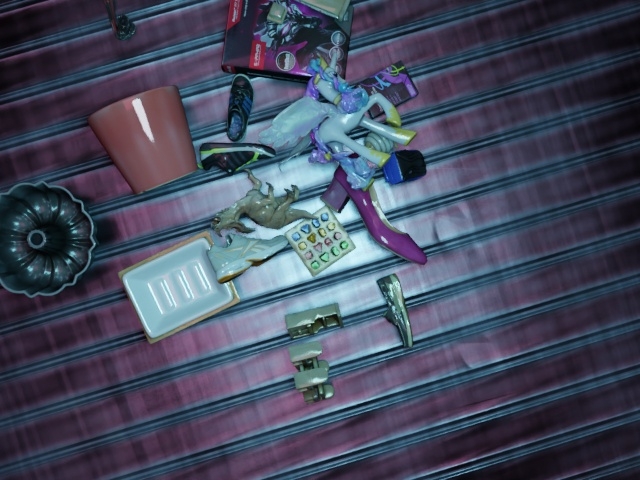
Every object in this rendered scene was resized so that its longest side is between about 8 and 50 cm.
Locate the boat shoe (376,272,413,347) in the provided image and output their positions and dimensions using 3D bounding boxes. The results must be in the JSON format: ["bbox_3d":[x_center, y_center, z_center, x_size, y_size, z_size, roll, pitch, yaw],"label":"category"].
[{"bbox_3d":[0.222,0.213,1.768,0.073,0.080,0.224,-14,84,4],"label":"boat shoe"}]

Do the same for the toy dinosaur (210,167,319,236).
[{"bbox_3d":[-0.165,-0.080,1.741,0.295,0.127,0.201,17,106,-20],"label":"toy dinosaur"}]

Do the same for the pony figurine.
[{"bbox_3d":[0.034,-0.311,1.649,0.363,0.303,0.351,41,86,8],"label":"pony figurine"}]

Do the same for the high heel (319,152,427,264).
[{"bbox_3d":[0.190,-0.091,1.737,0.377,0.127,0.181,36,99,3],"label":"high heel"}]

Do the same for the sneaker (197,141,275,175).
[{"bbox_3d":[-0.249,-0.241,1.768,0.234,0.084,0.097,2,102,4],"label":"sneaker"}]

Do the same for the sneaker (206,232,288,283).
[{"bbox_3d":[-0.208,0.018,1.702,0.262,0.099,0.121,-26,83,-40],"label":"sneaker"}]

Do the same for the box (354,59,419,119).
[{"bbox_3d":[0.201,-0.456,1.797,0.162,0.029,0.116,-29,90,0],"label":"box"}]

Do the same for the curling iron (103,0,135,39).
[{"bbox_3d":[-0.625,-0.733,1.779,0.068,0.035,0.274,-20,90,-6],"label":"curling iron"}]

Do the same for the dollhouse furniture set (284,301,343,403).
[{"bbox_3d":[0.003,0.322,1.695,0.160,0.212,0.242,-13,63,0],"label":"dollhouse furniture set"}]

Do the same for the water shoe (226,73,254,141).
[{"bbox_3d":[-0.238,-0.395,1.755,0.072,0.080,0.203,4,93,-2],"label":"water shoe"}]

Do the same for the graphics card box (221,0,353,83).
[{"bbox_3d":[-0.097,-0.596,1.761,0.370,0.094,0.233,8,89,-2],"label":"graphics card box"}]

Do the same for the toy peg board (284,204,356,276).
[{"bbox_3d":[0.000,0.000,1.761,0.161,0.079,0.161,-34,90,-2],"label":"toy peg board"}]

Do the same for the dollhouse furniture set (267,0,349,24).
[{"bbox_3d":[0.054,-0.712,1.712,0.303,0.174,0.356,23,84,0],"label":"dollhouse furniture set"}]

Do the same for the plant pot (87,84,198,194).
[{"bbox_3d":[-0.482,-0.274,1.675,0.274,0.275,0.243,-22,100,-1],"label":"plant pot"}]

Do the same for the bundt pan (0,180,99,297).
[{"bbox_3d":[-0.800,-0.003,1.721,0.330,0.124,0.331,0,89,-2],"label":"bundt pan"}]

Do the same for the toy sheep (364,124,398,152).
[{"bbox_3d":[0.183,-0.298,1.769,0.132,0.091,0.091,-42,90,-15],"label":"toy sheep"}]

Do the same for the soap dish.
[{"bbox_3d":[-0.407,0.134,1.731,0.290,0.118,0.229,-25,90,-1],"label":"soap dish"}]

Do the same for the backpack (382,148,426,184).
[{"bbox_3d":[0.248,-0.221,1.762,0.120,0.101,0.098,-16,94,-34],"label":"backpack"}]
